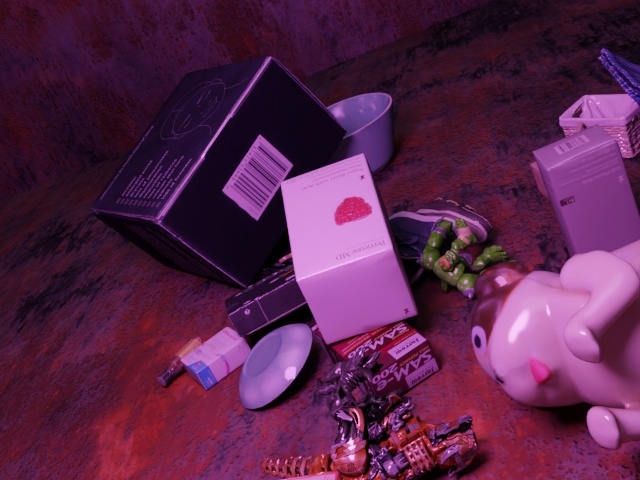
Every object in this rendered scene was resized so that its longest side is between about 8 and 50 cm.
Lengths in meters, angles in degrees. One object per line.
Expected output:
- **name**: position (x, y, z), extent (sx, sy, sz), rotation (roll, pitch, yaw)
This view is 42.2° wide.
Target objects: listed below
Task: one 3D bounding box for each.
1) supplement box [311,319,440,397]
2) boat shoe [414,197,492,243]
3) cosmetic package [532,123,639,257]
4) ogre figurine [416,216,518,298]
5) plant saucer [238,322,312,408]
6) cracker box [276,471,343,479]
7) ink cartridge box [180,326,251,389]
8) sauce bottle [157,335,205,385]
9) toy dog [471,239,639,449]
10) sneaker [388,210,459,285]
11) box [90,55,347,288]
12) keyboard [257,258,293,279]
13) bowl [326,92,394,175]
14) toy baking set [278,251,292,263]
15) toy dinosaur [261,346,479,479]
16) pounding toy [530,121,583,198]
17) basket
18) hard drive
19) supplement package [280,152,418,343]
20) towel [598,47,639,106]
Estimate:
- **supplement box**: position (0.094, 0.192, 1.487), extent (0.130, 0.073, 0.239), rotation (-32, 26, -13)
- **boat shoe**: position (0.289, -0.049, 1.759), extent (0.069, 0.081, 0.228), rotation (-39, 25, -18)
- **cosmetic package**: position (0.471, -0.065, 1.438), extent (0.127, 0.238, 0.107), rotation (-25, 22, 9)
- **ogre figurine**: position (0.273, 0.039, 1.588), extent (0.197, 0.097, 0.118), rotation (42, 72, 16)
- **plant saucer**: position (-0.098, 0.227, 1.569), extent (0.195, 0.037, 0.195), rotation (-39, 25, 22)
- **cracker box**: position (-0.055, 0.402, 1.119), extent (0.232, 0.155, 0.067), rotation (-15, 27, 22)
- **ink cartridge box**: position (-0.212, 0.241, 1.705), extent (0.122, 0.052, 0.088), rotation (-36, 27, -20)
- **sauce bottle**: position (-0.296, 0.258, 1.764), extent (0.042, 0.042, 0.128), rotation (3, 37, 46)
- **toy dog**: position (0.405, 0.099, 1.136), extent (0.408, 0.284, 0.395), rotation (-17, 26, 22)
- **sneaker**: position (0.171, 0.018, 1.739), extent (0.163, 0.086, 0.226), rotation (-44, 24, -26)
- **box**: position (-0.267, -0.175, 2.086), extent (0.472, 0.297, 0.480), rotation (10, 64, 55)
- **keyboard**: position (-0.104, 0.076, 1.965), extent (0.100, 0.038, 0.192), rotation (-15, 13, -39)
- **bowl**: position (0.078, -0.261, 2.276), extent (0.311, 0.163, 0.311), rotation (-20, 26, 10)
- **toy baking set**: position (0.005, -0.003, 1.875), extent (0.197, 0.030, 0.256), rotation (-30, -6, -21)
- **toy dinosaur**: position (0.067, 0.296, 1.239), extent (0.322, 0.164, 0.218), rotation (-2, 45, 2)
- **pounding toy**: position (0.523, -0.158, 1.728), extent (0.141, 0.100, 0.130), rotation (-26, 25, 0)
- **basket**: position (0.626, -0.248, 1.803), extent (0.113, 0.103, 0.167), rotation (-39, 29, -27)
- **hard drive**: position (-0.040, 0.085, 1.759), extent (0.339, 0.064, 0.237), rotation (-29, 7, -6)
- **supplement package**: position (0.048, 0.010, 1.519), extent (0.177, 0.175, 0.293), rotation (-19, 39, 6)
- **towel**: position (0.733, -0.314, 1.739), extent (0.243, 0.040, 0.336), rotation (18, 28, -6)
